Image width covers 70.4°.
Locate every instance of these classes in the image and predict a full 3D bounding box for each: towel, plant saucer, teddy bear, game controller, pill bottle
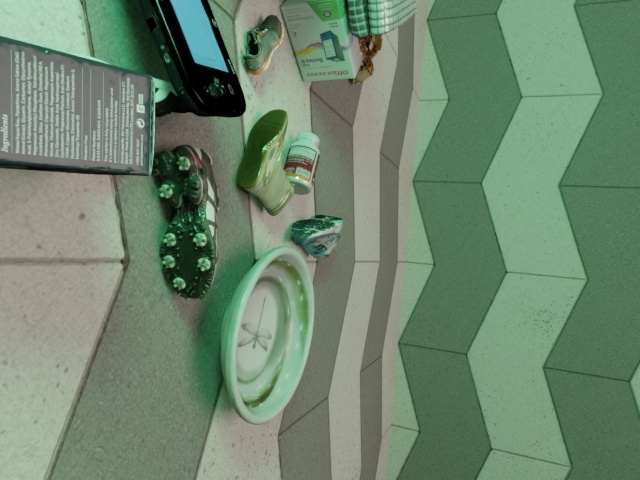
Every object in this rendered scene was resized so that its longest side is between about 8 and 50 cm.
[{"bbox_3d":[0.142,-0.653,1.119,0.283,0.121,0.235,-55,142,-46],"label":"towel"},{"bbox_3d":[-0.133,0.209,1.057,0.400,0.101,0.400,6,90,-68],"label":"plant saucer"},{"bbox_3d":[0.150,-0.717,1.581,0.245,0.113,0.337,-4,106,-61],"label":"teddy bear"},{"bbox_3d":[-0.205,-0.339,0.686,0.166,0.067,0.319,-31,101,-60],"label":"game controller"},{"bbox_3d":[-0.049,-0.204,1.196,0.086,0.086,0.152,51,48,-60],"label":"pill bottle"}]

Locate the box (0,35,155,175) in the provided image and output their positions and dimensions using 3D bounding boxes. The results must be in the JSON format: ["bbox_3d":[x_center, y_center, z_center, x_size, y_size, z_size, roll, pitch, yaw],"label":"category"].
[{"bbox_3d":[-0.297,-0.124,0.447,0.207,0.153,0.108,-3,98,-51],"label":"box"}]

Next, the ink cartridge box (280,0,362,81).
[{"bbox_3d":[0.009,-0.530,1.176,0.212,0.154,0.093,68,34,-49],"label":"ink cartridge box"}]

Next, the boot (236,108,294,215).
[{"bbox_3d":[-0.108,-0.181,1.069,0.165,0.077,0.213,51,53,-59],"label":"boot"}]

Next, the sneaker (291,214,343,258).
[{"bbox_3d":[0.000,0.000,1.335,0.283,0.110,0.122,-20,117,-66],"label":"sneaker"}]

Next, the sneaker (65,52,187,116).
[{"bbox_3d":[-0.280,-0.178,0.658,0.217,0.079,0.121,-4,102,-59],"label":"sneaker"}]

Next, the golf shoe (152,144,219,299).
[{"bbox_3d":[-0.215,-0.031,0.807,0.120,0.105,0.272,-38,130,-70],"label":"golf shoe"}]

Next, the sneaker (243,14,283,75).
[{"bbox_3d":[-0.127,-0.442,0.992,0.065,0.061,0.157,43,55,-55],"label":"sneaker"}]
